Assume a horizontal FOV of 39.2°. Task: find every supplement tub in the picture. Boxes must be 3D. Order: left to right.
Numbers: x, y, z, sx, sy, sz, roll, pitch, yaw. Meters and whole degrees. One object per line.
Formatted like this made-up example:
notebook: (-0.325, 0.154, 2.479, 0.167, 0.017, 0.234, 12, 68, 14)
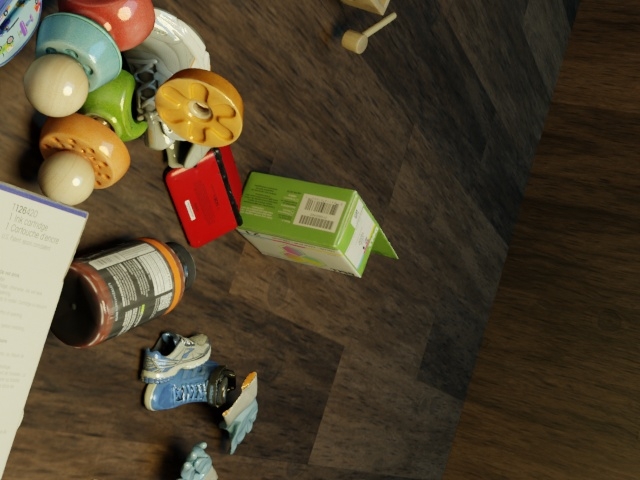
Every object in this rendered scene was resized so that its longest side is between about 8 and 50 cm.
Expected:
supplement tub: (-0.239, 0.056, 1.102, 0.198, 0.106, 0.106, -23, 122, -59)

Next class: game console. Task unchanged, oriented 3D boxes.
game console: (-0.164, -0.084, 1.284, 0.124, 0.085, 0.144, -29, 134, -16)

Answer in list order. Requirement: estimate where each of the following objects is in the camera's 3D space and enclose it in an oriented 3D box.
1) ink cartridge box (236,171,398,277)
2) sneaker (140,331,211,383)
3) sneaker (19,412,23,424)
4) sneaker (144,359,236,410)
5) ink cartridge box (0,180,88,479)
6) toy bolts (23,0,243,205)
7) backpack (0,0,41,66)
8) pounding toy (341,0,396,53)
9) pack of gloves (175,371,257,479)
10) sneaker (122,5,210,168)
ink cartridge box: (0.000, 0.000, 1.444, 0.097, 0.189, 0.255, -69, 153, -17)
sneaker: (-0.202, 0.156, 1.281, 0.135, 0.052, 0.058, -29, 123, -56)
sneaker: (-0.433, 0.204, 0.823, 0.292, 0.108, 0.169, -51, 129, -33)
sneaker: (-0.182, 0.215, 1.307, 0.152, 0.085, 0.058, -15, 116, -60)
ink cartridge box: (-0.346, 0.085, 0.714, 0.303, 0.072, 0.307, 26, 77, -62)
toy bolts: (-0.209, -0.136, 0.929, 0.228, 0.218, 0.158, 80, 24, -50)
backpack: (-0.321, -0.224, 0.805, 0.158, 0.117, 0.173, -61, 152, -26)
pounding toy: (0.064, -0.420, 1.495, 0.206, 0.094, 0.181, -67, 158, 1)
pack of gloves: (-0.169, 0.311, 1.389, 0.195, 0.046, 0.232, -51, 164, -26)
sneaker: (-0.190, -0.180, 1.104, 0.121, 0.099, 0.262, -62, 149, -18)
